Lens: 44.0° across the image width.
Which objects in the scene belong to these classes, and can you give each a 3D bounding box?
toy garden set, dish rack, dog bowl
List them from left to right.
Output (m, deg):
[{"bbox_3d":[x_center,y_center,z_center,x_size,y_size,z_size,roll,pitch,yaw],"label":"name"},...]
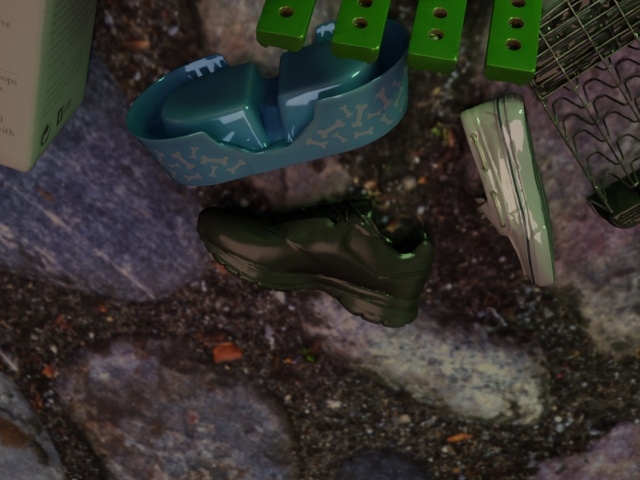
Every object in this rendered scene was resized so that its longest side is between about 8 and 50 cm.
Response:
[{"bbox_3d":[-0.047,-0.139,0.814,0.297,0.166,0.074,-14,128,10],"label":"dog bowl"},{"bbox_3d":[0.083,-0.236,0.751,0.244,0.203,0.049,10,150,6],"label":"toy garden set"},{"bbox_3d":[0.335,-0.155,0.829,0.208,0.074,0.271,-32,110,17],"label":"dish rack"}]

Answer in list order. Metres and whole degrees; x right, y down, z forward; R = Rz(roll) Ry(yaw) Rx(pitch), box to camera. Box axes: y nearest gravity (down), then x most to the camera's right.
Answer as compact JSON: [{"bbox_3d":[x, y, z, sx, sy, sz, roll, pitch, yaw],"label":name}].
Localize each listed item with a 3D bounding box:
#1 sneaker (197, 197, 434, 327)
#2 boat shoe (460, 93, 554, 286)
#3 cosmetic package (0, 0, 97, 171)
[{"bbox_3d":[0.000,0.000,0.924,0.286,0.109,0.130,17,112,-16],"label":"sneaker"},{"bbox_3d":[0.212,-0.052,0.895,0.076,0.083,0.226,-9,106,21],"label":"boat shoe"},{"bbox_3d":[-0.316,-0.308,0.690,0.230,0.161,0.453,19,129,-6],"label":"cosmetic package"}]
